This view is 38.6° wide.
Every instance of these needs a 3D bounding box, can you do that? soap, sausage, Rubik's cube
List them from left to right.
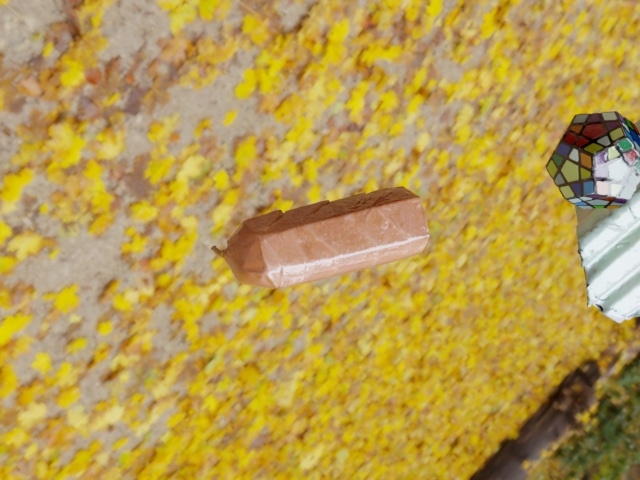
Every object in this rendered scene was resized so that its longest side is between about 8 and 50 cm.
[{"bbox_3d":[0.000,0.000,0.734,0.170,0.065,0.065,-13,143,-20],"label":"sausage"},{"bbox_3d":[0.354,-0.100,1.164,0.112,0.133,0.133,-34,166,29],"label":"Rubik's cube"},{"bbox_3d":[0.559,-0.071,1.388,0.261,0.156,0.446,26,125,-23],"label":"soap"}]
